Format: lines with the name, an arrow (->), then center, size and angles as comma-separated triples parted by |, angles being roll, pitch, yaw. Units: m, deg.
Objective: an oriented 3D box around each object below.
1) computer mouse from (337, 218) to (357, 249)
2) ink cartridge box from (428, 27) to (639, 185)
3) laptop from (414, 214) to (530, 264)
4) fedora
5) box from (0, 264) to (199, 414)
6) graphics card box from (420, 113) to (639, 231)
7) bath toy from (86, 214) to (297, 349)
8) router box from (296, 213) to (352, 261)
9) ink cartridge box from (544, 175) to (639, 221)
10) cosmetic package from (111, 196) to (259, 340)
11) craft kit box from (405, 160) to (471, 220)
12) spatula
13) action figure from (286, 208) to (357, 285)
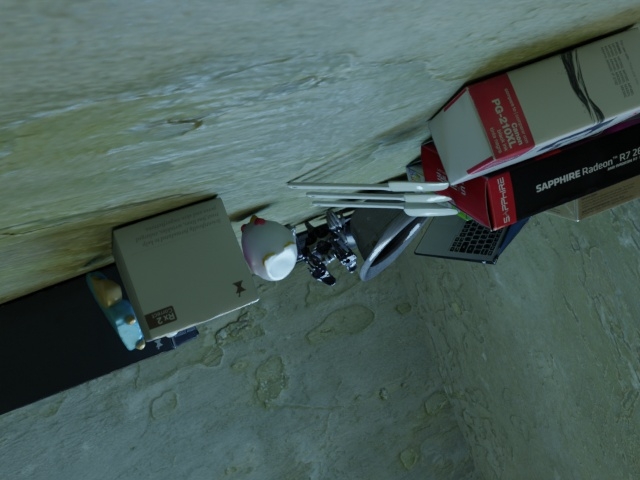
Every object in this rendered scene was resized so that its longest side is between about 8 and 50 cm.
computer mouse -> 0.127, -0.039, 1.828 | 0.272, 0.072, 0.188 | -33, -172, -39
ink cartridge box -> 0.284, -0.167, 0.861 | 0.237, 0.100, 0.172 | -20, 177, -8
laptop -> 0.519, -0.141, 2.016 | 0.408, 0.236, 0.382 | 6, -137, 32
fedora -> 0.152, -0.040, 1.576 | 0.244, 0.124, 0.275 | -34, 163, -35
box -> -0.440, 0.174, 1.269 | 0.343, 0.178, 0.312 | -21, 178, -6
graphics card box -> 0.376, -0.148, 1.066 | 0.371, 0.094, 0.233 | -19, -156, -9
bath toy -> -0.203, 0.043, 1.116 | 0.348, 0.129, 0.151 | -23, 136, -30
router box -> -0.038, 0.018, 2.080 | 0.309, 0.081, 0.243 | -20, 176, -12
ink cartridge box -> 0.496, -0.126, 1.317 | 0.193, 0.088, 0.235 | -20, -158, -20
cosmetic package -> -0.197, 0.047, 0.931 | 0.151, 0.151, 0.184 | -20, 177, -20
craft kit box -> 0.324, -0.134, 1.251 | 0.250, 0.060, 0.246 | -20, -160, -9
spatula -> 0.084, -0.064, 1.020 | 0.242, 0.019, 0.168 | 1, 171, 17
action figure -> 0.000, 0.000, 1.617 | 0.164, 0.140, 0.275 | -29, -156, -3
